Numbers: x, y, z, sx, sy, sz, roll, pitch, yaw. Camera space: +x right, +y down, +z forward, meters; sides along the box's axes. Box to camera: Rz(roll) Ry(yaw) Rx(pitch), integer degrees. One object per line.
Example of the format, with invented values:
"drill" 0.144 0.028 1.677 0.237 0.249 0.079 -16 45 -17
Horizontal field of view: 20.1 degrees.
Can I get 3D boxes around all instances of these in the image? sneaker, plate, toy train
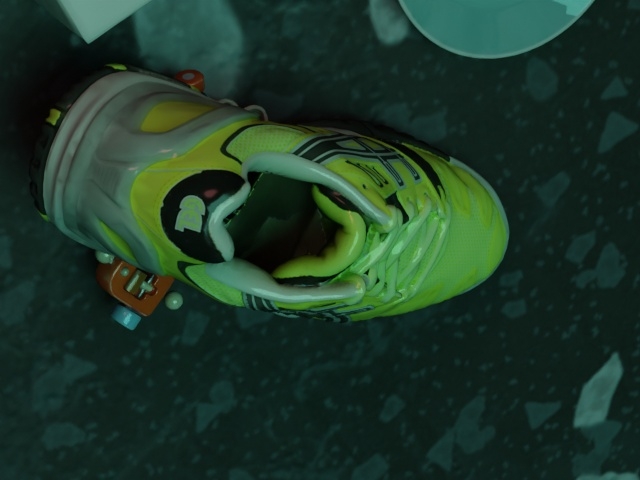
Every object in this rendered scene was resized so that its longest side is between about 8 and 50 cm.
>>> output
"sneaker" 0.000 0.000 1.123 0.385 0.147 0.145 7 109 -47
"plate" 0.121 -0.213 1.190 0.188 0.024 0.188 -12 118 -23
"toy train" -0.110 -0.032 1.143 0.125 0.046 0.166 31 91 -51

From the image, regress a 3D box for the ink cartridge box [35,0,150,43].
"ink cartridge box" -0.085 -0.271 1.000 0.273 0.115 0.198 -36 124 -8
